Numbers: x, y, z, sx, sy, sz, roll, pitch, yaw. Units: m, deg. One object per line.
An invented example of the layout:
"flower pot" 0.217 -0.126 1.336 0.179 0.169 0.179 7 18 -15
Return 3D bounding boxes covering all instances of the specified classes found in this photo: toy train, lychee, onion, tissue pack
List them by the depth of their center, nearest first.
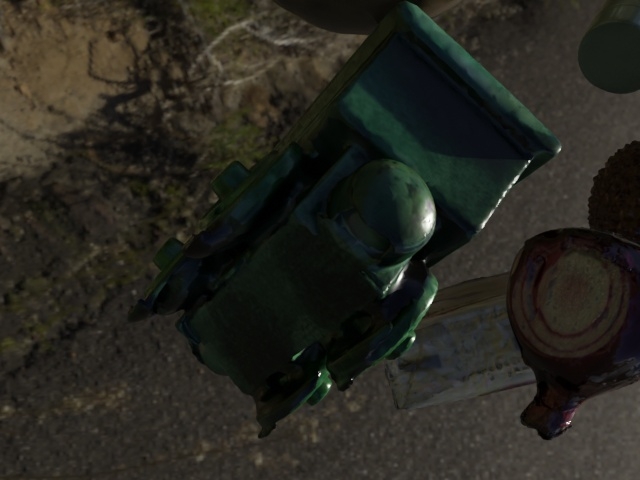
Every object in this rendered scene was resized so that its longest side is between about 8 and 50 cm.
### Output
"toy train" 0.000 0.000 0.617 0.145 0.266 0.202 43 56 -4
"onion" 0.250 0.088 0.902 0.135 0.173 0.198 9 100 -34
"tissue pack" 0.217 0.127 1.326 0.344 0.243 0.125 -20 95 -80
"lychee" 0.560 -0.047 1.543 0.276 0.304 0.275 25 58 -48

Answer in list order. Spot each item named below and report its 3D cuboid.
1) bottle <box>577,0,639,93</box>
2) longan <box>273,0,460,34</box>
"bottle" 0.296 -0.208 0.894 0.201 0.072 0.072 -50 121 -45
"longan" 0.039 -0.429 1.124 0.336 0.404 0.404 -33 114 -8
